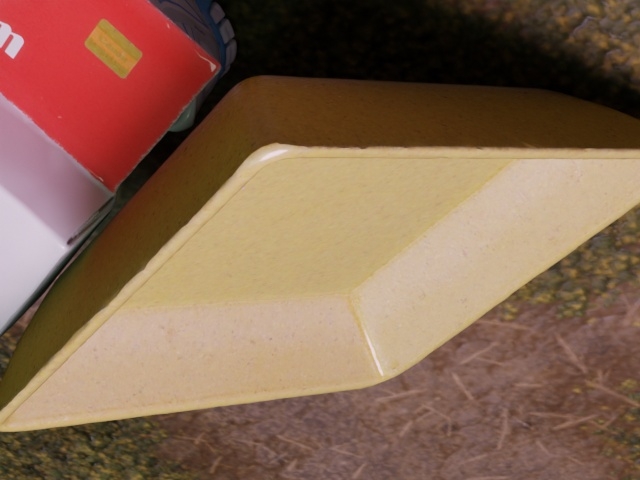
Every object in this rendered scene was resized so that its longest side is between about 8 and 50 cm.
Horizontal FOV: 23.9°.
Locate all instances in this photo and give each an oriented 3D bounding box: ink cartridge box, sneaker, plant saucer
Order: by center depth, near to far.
[{"bbox_3d":[-0.107,-0.139,0.856,0.071,0.083,0.190,-11,134,25],"label":"sneaker"},{"bbox_3d":[-0.240,-0.107,0.863,0.296,0.066,0.261,42,134,-4],"label":"ink cartridge box"},{"bbox_3d":[0.000,0.000,0.911,0.333,0.081,0.333,-2,153,-40],"label":"plant saucer"}]
